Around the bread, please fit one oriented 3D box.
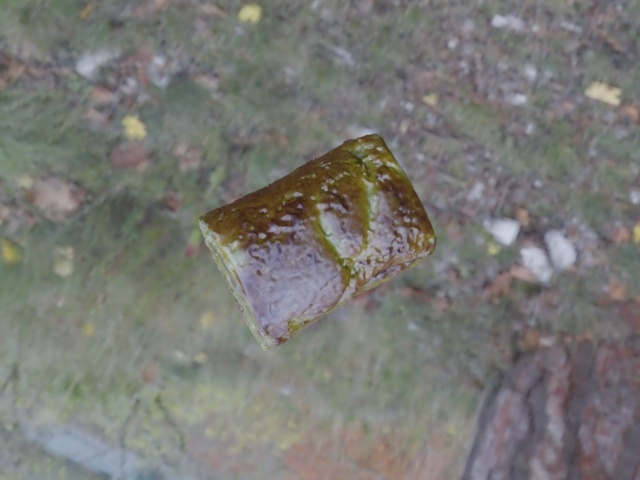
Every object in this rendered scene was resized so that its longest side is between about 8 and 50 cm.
[{"bbox_3d":[0.000,0.000,1.241,0.132,0.172,0.103,63,171,-7],"label":"bread"}]
